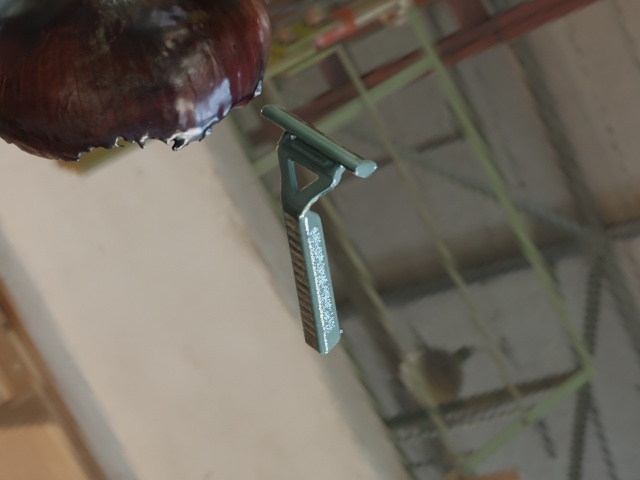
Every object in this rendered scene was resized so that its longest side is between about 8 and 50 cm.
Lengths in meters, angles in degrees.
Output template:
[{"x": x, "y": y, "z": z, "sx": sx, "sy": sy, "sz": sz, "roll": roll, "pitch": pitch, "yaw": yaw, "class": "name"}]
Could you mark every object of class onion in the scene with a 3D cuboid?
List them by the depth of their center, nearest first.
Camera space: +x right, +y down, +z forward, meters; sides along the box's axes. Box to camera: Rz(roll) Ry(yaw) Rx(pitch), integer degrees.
[{"x": -0.168, "y": -0.186, "z": 1.593, "sx": 0.272, "sy": 0.272, "sz": 0.195, "roll": 18, "pitch": -57, "yaw": 36, "class": "onion"}]

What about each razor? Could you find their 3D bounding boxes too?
[{"x": -0.007, "y": 0.007, "z": 1.736, "sx": 0.111, "sy": 0.056, "sz": 0.277, "roll": 33, "pitch": -35, "yaw": 28, "class": "razor"}]
